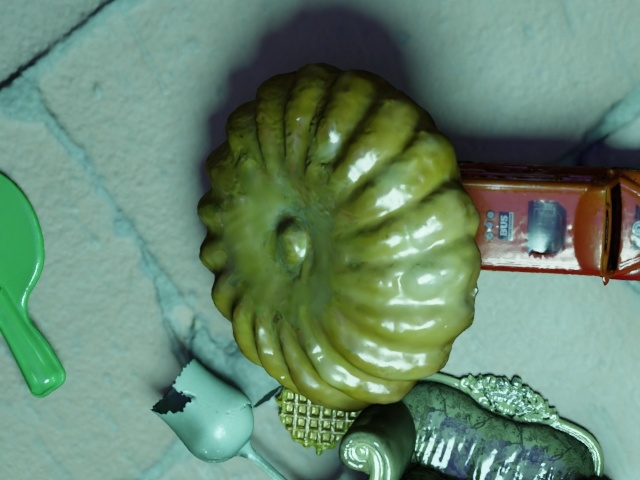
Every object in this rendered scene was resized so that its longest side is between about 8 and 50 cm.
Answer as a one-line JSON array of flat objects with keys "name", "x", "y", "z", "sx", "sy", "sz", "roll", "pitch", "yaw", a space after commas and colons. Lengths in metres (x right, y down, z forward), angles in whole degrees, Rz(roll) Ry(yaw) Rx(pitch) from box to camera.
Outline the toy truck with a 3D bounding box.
[{"name": "toy truck", "x": 0.200, "y": -0.016, "z": 1.630, "sx": 0.252, "sy": 0.114, "sz": 0.107, "roll": 3, "pitch": 96, "yaw": 11}]

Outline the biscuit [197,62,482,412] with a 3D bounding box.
[{"name": "biscuit", "x": 0.000, "y": 0.000, "z": 1.609, "sx": 0.326, "sy": 0.107, "sz": 0.326, "roll": 12, "pitch": 107, "yaw": 42}]

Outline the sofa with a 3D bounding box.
[{"name": "sofa", "x": 0.143, "y": 0.231, "z": 1.629, "sx": 0.258, "sy": 0.200, "sz": 0.182, "roll": 22, "pitch": 103, "yaw": 9}]

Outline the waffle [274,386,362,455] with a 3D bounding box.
[{"name": "waffle", "x": 0.001, "y": 0.170, "z": 1.741, "sx": 0.085, "sy": 0.016, "sz": 0.078, "roll": -27, "pitch": 95, "yaw": 13}]

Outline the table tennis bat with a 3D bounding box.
[{"name": "table tennis bat", "x": -0.335, "y": 0.043, "z": 1.781, "sx": 0.160, "sy": 0.039, "sz": 0.257, "roll": -32, "pitch": 85, "yaw": 12}]

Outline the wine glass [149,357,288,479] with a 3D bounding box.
[{"name": "wine glass", "x": -0.074, "y": 0.203, "z": 1.727, "sx": 0.195, "sy": 0.079, "sz": 0.079, "roll": 40, "pitch": 102, "yaw": 3}]
